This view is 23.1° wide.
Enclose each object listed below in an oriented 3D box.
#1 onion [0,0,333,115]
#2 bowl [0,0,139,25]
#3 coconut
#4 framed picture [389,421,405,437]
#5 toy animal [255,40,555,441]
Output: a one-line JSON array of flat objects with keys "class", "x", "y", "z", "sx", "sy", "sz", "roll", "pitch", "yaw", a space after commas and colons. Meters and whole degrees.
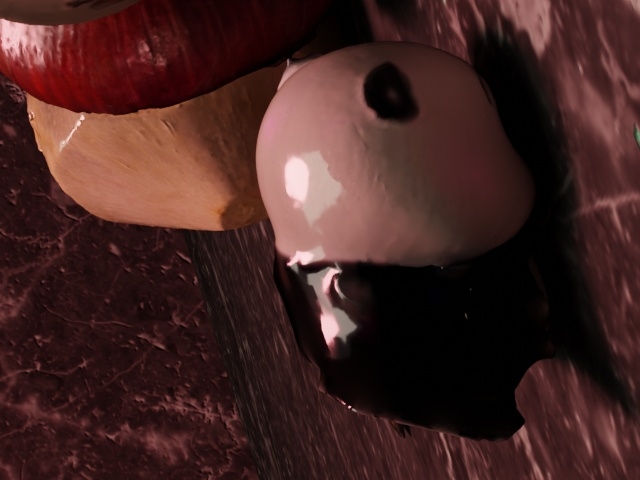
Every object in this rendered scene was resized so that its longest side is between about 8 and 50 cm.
[{"class": "onion", "x": -0.098, "y": -0.181, "z": 0.926, "sx": 0.161, "sy": 0.248, "sz": 0.248, "roll": 107, "pitch": 147, "yaw": -57}, {"class": "bowl", "x": -0.062, "y": -0.256, "z": 0.679, "sx": 0.157, "sy": 0.337, "sz": 0.337, "roll": 10, "pitch": 125, "yaw": 34}, {"class": "coconut", "x": -0.085, "y": -0.100, "z": 1.080, "sx": 0.197, "sy": 0.237, "sz": 0.237, "roll": 79, "pitch": 171, "yaw": -58}, {"class": "framed picture", "x": 0.000, "y": 0.000, "z": 1.375, "sx": 0.339, "sy": 0.014, "sz": 0.255, "roll": -132, "pitch": 27, "yaw": -70}, {"class": "toy animal", "x": 0.045, "y": -0.007, "z": 0.760, "sx": 0.166, "sy": 0.138, "sz": 0.179, "roll": 11, "pitch": 110, "yaw": 58}]
